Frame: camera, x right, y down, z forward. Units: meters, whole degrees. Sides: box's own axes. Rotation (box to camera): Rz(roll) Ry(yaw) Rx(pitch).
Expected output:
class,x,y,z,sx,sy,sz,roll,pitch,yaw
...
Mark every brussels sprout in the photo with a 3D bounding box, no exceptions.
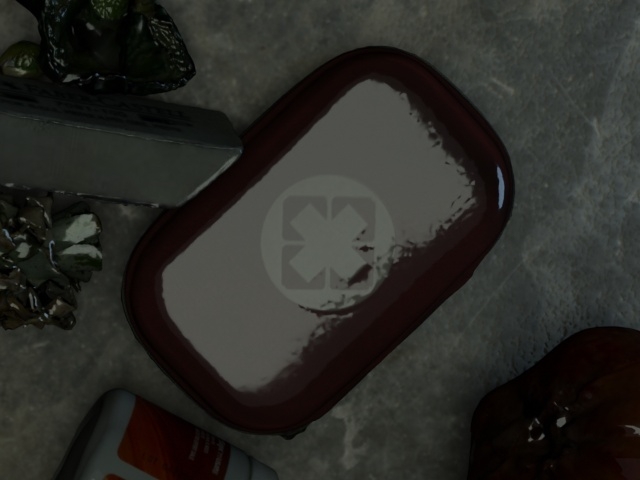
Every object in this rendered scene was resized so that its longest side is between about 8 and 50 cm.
class,x,y,z,sx,sy,sz,roll,pitch,yaw
brussels sprout,-0.294,-0.154,1.744,0.051,0.046,0.083,20,95,-11

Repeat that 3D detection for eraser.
class,x,y,z,sx,sy,sz,roll,pitch,yaw
eraser,-0.254,-0.099,1.692,0.352,0.111,0.077,8,115,-19

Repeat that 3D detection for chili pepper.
class,x,y,z,sx,sy,sz,roll,pitch,yaw
chili pepper,-0.237,-0.229,1.699,0.116,0.148,0.264,-42,105,6

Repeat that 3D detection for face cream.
class,x,y,z,sx,sy,sz,roll,pitch,yaw
face cream,-0.167,0.268,1.734,0.187,0.201,0.201,29,93,-10

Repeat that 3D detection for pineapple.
class,x,y,z,sx,sy,sz,roll,pitch,yaw
pineapple,-0.344,0.026,1.701,0.271,0.262,0.263,-10,99,-29

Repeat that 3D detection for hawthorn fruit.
class,x,y,z,sx,sy,sz,roll,pitch,yaw
hawthorn fruit,0.290,0.248,1.758,0.308,0.325,0.308,-9,59,16

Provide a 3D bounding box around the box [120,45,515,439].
class,x,y,z,sx,sy,sz,roll,pitch,yaw
box,0.000,0.000,1.767,0.404,0.108,0.263,-44,100,0
